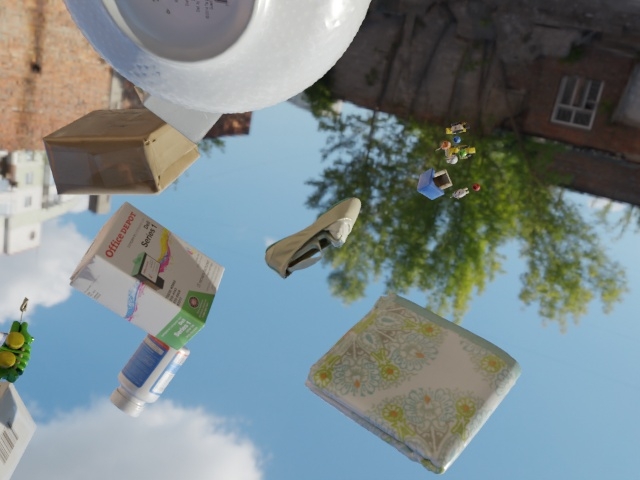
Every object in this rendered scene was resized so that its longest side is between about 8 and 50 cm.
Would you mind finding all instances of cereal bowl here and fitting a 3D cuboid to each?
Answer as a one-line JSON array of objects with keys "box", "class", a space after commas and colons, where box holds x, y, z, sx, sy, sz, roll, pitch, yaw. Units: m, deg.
[{"box": [-0.116, -0.269, 0.660, 0.338, 0.339, 0.141, 13, -143, 6], "class": "cereal bowl"}]

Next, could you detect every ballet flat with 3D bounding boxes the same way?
[{"box": [0.000, 0.000, 1.477, 0.248, 0.086, 0.086, -33, -149, -12], "class": "ballet flat"}]

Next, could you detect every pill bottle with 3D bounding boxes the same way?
[{"box": [-0.462, 0.354, 1.865, 0.124, 0.221, 0.124, 35, 173, 5], "class": "pill bottle"}]

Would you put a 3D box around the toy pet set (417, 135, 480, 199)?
[{"box": [0.256, -0.140, 1.467, 0.065, 0.122, 0.114, -21, 178, -32], "class": "toy pet set"}]

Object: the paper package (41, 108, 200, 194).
[{"box": [-0.545, -0.253, 1.946, 0.324, 0.168, 0.309, 1, -154, 15], "class": "paper package"}]

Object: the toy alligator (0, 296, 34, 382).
[{"box": [-0.517, 0.180, 1.193, 0.051, 0.056, 0.190, 29, -139, -22], "class": "toy alligator"}]

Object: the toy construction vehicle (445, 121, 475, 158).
[{"box": [0.332, -0.236, 1.653, 0.035, 0.086, 0.098, -9, -179, -22], "class": "toy construction vehicle"}]

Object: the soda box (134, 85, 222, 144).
[{"box": [-0.123, -0.277, 0.940, 0.098, 0.286, 0.091, 36, -171, -33], "class": "soda box"}]

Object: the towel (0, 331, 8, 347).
[{"box": [-0.909, 0.248, 1.650, 0.285, 0.209, 0.034, 22, -136, -40], "class": "towel"}]

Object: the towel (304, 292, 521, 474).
[{"box": [0.196, 0.295, 1.516, 0.374, 0.090, 0.320, 26, -128, 32], "class": "towel"}]

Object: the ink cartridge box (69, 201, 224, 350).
[{"box": [-0.373, 0.076, 1.531, 0.278, 0.117, 0.201, 36, -146, -19], "class": "ink cartridge box"}]

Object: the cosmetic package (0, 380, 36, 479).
[{"box": [-0.796, 0.406, 1.394, 0.365, 0.155, 0.197, -4, -144, 8], "class": "cosmetic package"}]
